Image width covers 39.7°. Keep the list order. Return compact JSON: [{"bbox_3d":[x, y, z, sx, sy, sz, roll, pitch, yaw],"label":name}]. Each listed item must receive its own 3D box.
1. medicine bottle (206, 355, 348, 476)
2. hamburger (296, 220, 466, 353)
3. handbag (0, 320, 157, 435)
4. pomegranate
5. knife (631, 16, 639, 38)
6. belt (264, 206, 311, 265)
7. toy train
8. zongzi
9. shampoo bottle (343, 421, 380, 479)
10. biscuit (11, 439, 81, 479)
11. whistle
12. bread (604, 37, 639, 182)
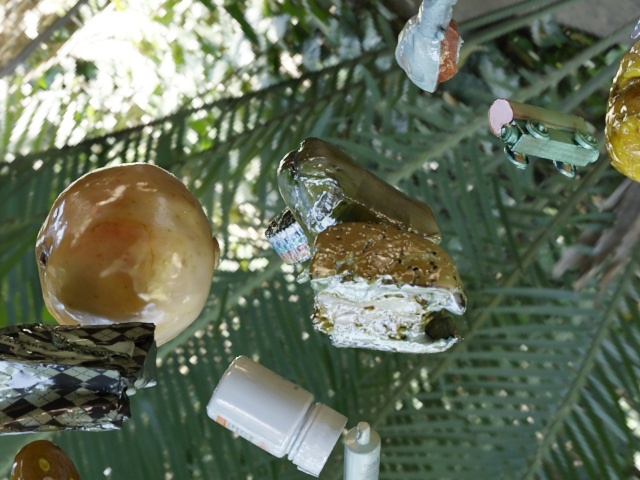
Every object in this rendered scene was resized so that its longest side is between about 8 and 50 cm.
[{"bbox_3d":[-0.082,0.340,1.723,0.252,0.145,0.144,27,174,10],"label":"medicine bottle"},{"bbox_3d":[0.103,0.071,1.503,0.287,0.192,0.168,5,136,2],"label":"hamburger"},{"bbox_3d":[-0.440,0.233,1.505,0.316,0.180,0.416,-1,180,-1],"label":"handbag"},{"bbox_3d":[-0.389,0.029,1.864,0.411,0.411,0.411,42,177,3],"label":"pomegranate"},{"bbox_3d":[0.531,-0.415,1.334,0.032,0.244,0.058,12,-154,-16],"label":"knife"},{"bbox_3d":[-0.029,-0.050,2.549,0.150,0.257,0.207,53,175,-17],"label":"belt"},{"bbox_3d":[0.519,-0.250,2.069,0.285,0.116,0.177,6,-135,-29],"label":"toy train"},{"bbox_3d":[0.000,0.000,1.701,0.322,0.360,0.160,33,-145,-18],"label":"zongzi"},{"bbox_3d":[0.096,0.513,2.075,0.085,0.085,0.263,39,144,36],"label":"shampoo bottle"},{"bbox_3d":[-0.380,0.384,1.239,0.180,0.039,0.236,51,-165,-42],"label":"biscuit"},{"bbox_3d":[0.221,-0.409,1.709,0.133,0.142,0.346,18,157,5],"label":"whistle"},{"bbox_3d":[0.390,-0.123,0.892,0.198,0.120,0.236,14,164,16],"label":"bread"}]
